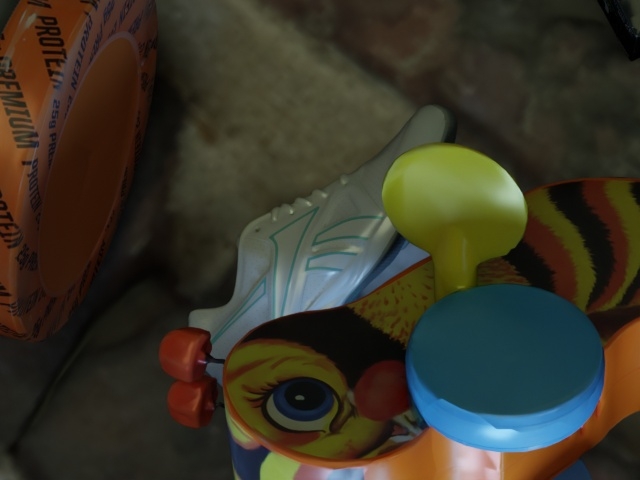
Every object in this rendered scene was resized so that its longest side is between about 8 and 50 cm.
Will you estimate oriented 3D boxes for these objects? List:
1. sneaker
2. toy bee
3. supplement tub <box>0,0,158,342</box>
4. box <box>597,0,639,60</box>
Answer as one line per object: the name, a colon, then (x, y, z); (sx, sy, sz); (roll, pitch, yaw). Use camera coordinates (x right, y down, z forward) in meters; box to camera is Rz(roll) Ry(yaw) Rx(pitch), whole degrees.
sneaker: (0.000, 0.000, 0.763); (0.061, 0.053, 0.152); (37, 91, 11)
toy bee: (0.028, 0.051, 0.680); (0.162, 0.298, 0.195); (27, 118, 29)
supplement tub: (-0.237, -0.074, 0.726); (0.316, 0.193, 0.194); (15, 87, 8)
box: (0.131, -0.126, 0.752); (0.052, 0.062, 0.083); (-28, 82, 5)
